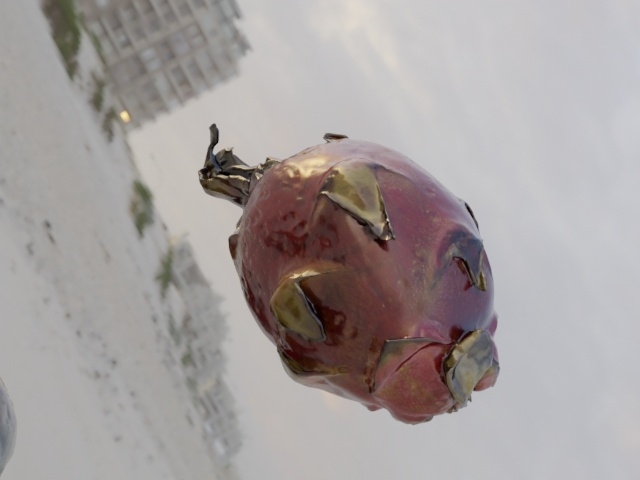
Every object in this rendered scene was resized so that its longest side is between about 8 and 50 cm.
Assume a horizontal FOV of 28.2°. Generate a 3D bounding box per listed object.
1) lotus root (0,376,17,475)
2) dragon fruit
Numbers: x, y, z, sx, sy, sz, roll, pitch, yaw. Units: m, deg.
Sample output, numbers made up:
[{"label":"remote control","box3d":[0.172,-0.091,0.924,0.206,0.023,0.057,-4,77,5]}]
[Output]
[{"label":"lotus root","box3d":[-0.398,0.154,1.080,0.346,0.250,0.250,26,-33,45]},{"label":"dragon fruit","box3d":[0.000,0.000,0.666,0.246,0.125,0.125,40,-57,51]}]
